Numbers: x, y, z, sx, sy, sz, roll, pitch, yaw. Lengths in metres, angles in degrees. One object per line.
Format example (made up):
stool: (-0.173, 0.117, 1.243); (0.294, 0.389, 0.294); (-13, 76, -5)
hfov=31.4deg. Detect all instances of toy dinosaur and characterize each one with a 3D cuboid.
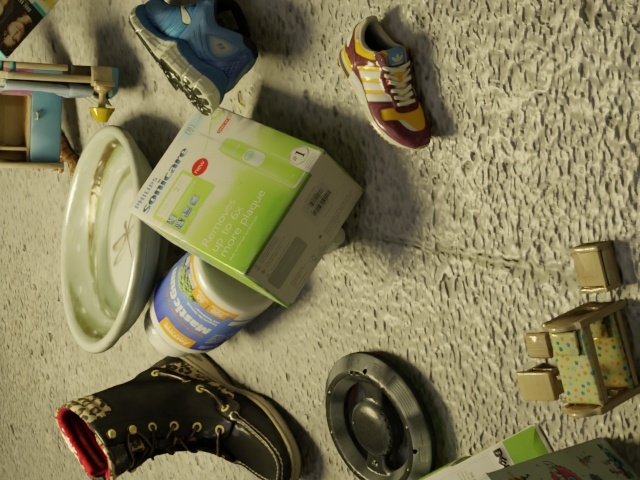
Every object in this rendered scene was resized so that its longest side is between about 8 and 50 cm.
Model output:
toy dinosaur: (-0.536, -0.201, 2.248); (0.112, 0.064, 0.211); (-44, 79, 30)

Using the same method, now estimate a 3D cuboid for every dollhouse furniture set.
dollhouse furniture set: (0.273, 0.107, 1.352); (0.161, 0.101, 0.181); (-9, 97, 52)
dollhouse furniture set: (-0.532, -0.217, 2.006); (0.303, 0.287, 0.198); (17, 105, 60)

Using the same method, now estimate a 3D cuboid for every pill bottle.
pill bottle: (0.000, 0.000, 1.684); (0.083, 0.043, 0.043); (-20, 89, 51)
pill bottle: (-0.188, 0.095, 1.863); (0.272, 0.152, 0.152); (-40, 73, 49)

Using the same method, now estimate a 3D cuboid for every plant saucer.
plant saucer: (-0.352, 0.001, 2.009); (0.400, 0.101, 0.400); (-16, 71, 59)

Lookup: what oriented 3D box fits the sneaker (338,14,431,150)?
sneaker: (0.090, -0.203, 1.471); (0.185, 0.070, 0.084); (56, 145, 17)

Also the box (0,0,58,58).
box: (-0.505, -0.431, 1.946); (0.060, 0.244, 0.100); (13, 151, 47)

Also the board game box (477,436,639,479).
board game box: (0.224, 0.346, 1.303); (0.097, 0.303, 0.224); (48, 115, 25)

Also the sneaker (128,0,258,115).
sneaker: (-0.182, -0.303, 1.730); (0.330, 0.147, 0.129); (46, 171, 51)

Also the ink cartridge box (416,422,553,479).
ink cartridge box: (0.232, 0.379, 1.535); (0.255, 0.097, 0.188); (-31, 78, 17)

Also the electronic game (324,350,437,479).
electronic game: (0.086, 0.275, 1.691); (0.229, 0.048, 0.229); (24, 123, 44)

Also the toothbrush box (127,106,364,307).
toothbrush box: (-0.111, -0.059, 1.651); (0.283, 0.122, 0.206); (27, 81, 43)

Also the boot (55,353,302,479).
boot: (-0.241, 0.331, 1.915); (0.377, 0.284, 0.138); (35, 130, 38)
